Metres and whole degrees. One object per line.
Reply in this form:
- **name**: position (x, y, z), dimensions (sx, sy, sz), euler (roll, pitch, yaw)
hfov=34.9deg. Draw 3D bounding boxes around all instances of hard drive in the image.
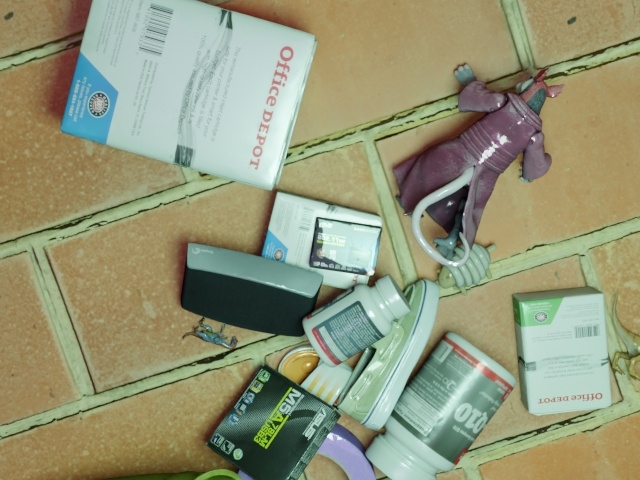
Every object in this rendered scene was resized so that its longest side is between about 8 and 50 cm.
- **hard drive**: position (-0.133, 0.099, 1.888), dimensions (0.255, 0.054, 0.172), euler (14, 137, -2)

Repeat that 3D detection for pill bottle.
- **pill bottle**: position (0.222, 0.325, 1.898), dimensions (0.161, 0.161, 0.283), euler (37, 89, -4)
- **pill bottle**: position (0.068, 0.141, 1.842), dimensions (0.180, 0.108, 0.108), euler (-32, 96, 9)

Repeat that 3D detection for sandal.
- **sandal**: position (0.047, 0.288, 1.945), dimensions (0.265, 0.076, 0.102), euler (28, 95, -4)

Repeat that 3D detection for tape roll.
- **tape roll**: position (-0.028, 0.482, 1.958), dimensions (0.275, 0.090, 0.274), euler (0, 96, -2)

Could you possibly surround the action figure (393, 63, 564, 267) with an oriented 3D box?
- **action figure**: position (0.282, -0.168, 1.817), dimensions (0.248, 0.276, 0.370), euler (41, 108, 1)

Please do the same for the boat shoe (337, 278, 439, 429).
- **boat shoe**: position (0.129, 0.201, 1.895), dimensions (0.094, 0.109, 0.302), euler (27, 78, -11)

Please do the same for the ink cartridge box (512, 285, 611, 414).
- **ink cartridge box**: position (0.457, 0.208, 1.934), dimensions (0.160, 0.092, 0.219), euler (-5, 96, 0)

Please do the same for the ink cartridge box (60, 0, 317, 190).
- **ink cartridge box**: position (-0.229, -0.279, 1.836), dimensions (0.395, 0.166, 0.285), euler (16, 96, -2)

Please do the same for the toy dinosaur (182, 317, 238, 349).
- **toy dinosaur**: position (-0.203, 0.185, 1.960), dimensions (0.090, 0.047, 0.082), euler (-33, 107, 35)

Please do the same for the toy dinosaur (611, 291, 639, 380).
- **toy dinosaur**: position (0.604, 0.204, 1.962), dimensions (0.211, 0.064, 0.112), euler (37, 76, -13)

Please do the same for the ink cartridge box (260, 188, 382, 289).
- **ink cartridge box**: position (0.000, 0.000, 1.909), dimensions (0.203, 0.086, 0.148), euler (14, 96, -3)

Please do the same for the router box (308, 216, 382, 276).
- **router box**: position (0.046, 0.011, 1.848), dimensions (0.123, 0.038, 0.092), euler (8, 95, -3)

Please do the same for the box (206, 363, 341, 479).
- **box**: position (-0.087, 0.350, 1.882), dimensions (0.184, 0.045, 0.190), euler (28, 75, 34)

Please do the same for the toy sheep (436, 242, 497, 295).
- **toy sheep**: position (0.278, 0.047, 1.922), dimensions (0.132, 0.091, 0.091), euler (-35, 96, -11)

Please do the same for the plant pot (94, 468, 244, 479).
- **plant pot**: position (-0.347, 0.576, 1.823), dimensions (0.353, 0.366, 0.366), euler (1, 97, 27)
